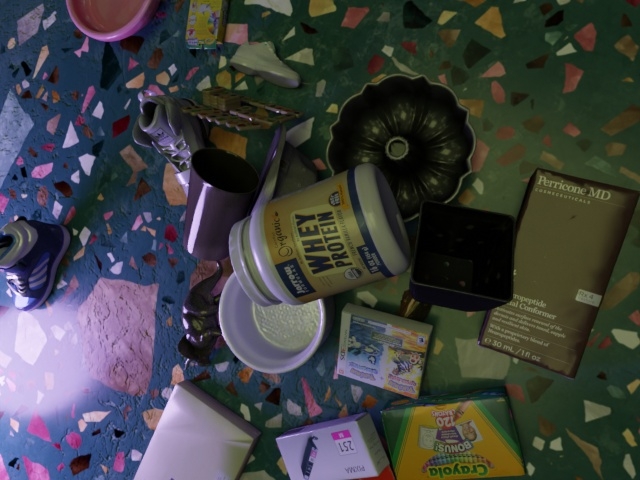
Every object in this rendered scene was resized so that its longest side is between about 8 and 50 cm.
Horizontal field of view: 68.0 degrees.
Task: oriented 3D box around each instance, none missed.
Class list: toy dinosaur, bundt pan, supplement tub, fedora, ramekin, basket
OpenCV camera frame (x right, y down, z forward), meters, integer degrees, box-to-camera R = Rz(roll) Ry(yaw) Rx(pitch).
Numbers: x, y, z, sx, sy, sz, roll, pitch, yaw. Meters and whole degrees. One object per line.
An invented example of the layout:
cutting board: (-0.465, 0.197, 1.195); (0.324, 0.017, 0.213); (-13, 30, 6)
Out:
toy dinosaur: (-0.310, 0.201, 1.261); (0.161, 0.121, 0.313); (-2, 93, 6)
bundt pan: (0.186, -0.200, 1.082); (0.331, 0.124, 0.330); (0, 90, 21)
supplement tub: (0.000, 0.000, 0.961); (0.316, 0.228, 0.228); (-20, 83, 18)
fedora: (-0.084, -0.134, 1.152); (0.124, 0.275, 0.243); (20, 141, -13)
ramekin: (-0.097, 0.176, 1.175); (0.278, 0.135, 0.277); (0, 89, 20)
basket: (-0.253, -0.077, 1.152); (0.204, 0.154, 0.226); (56, 136, 41)

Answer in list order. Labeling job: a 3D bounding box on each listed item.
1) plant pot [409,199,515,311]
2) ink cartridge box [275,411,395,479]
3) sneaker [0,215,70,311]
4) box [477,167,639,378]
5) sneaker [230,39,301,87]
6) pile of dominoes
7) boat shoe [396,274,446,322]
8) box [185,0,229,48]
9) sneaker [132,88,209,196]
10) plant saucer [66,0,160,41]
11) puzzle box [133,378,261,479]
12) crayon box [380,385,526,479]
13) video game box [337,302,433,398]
plant pot: (0.273, 0.052, 0.978); (0.188, 0.167, 0.187); (11, 63, 4)
ink cartridge box: (0.042, 0.552, 1.123); (0.275, 0.060, 0.238); (-29, 79, 35)
sneaker: (-0.916, 0.081, 1.414); (0.130, 0.236, 0.322); (35, 100, 17)
box: (0.474, 0.063, 0.971); (0.191, 0.143, 0.381); (17, 94, 19)
sneaker: (-0.133, -0.467, 1.229); (0.212, 0.080, 0.094); (27, 87, 19)
pile of dominoes: (-0.196, -0.331, 1.164); (0.251, 0.196, 0.040); (24, 128, 32)
boat shoe: (0.220, 0.145, 1.107); (0.178, 0.064, 0.060); (-58, 40, 14)
box: (-0.309, -0.613, 1.306); (0.105, 0.043, 0.179); (10, 91, 19)
sneaker: (-0.363, -0.217, 1.232); (0.138, 0.210, 0.365); (-20, 83, 19)
plant saucer: (-0.589, -0.739, 1.385); (0.333, 0.084, 0.331); (0, 89, 20)
puzzle box: (-0.360, 0.630, 1.310); (0.272, 0.052, 0.408); (28, 99, 17)
crayon box: (0.292, 0.435, 1.061); (0.279, 0.081, 0.165); (-14, 85, 19)
video game box: (0.143, 0.256, 1.101); (0.205, 0.048, 0.187); (12, 119, 20)
